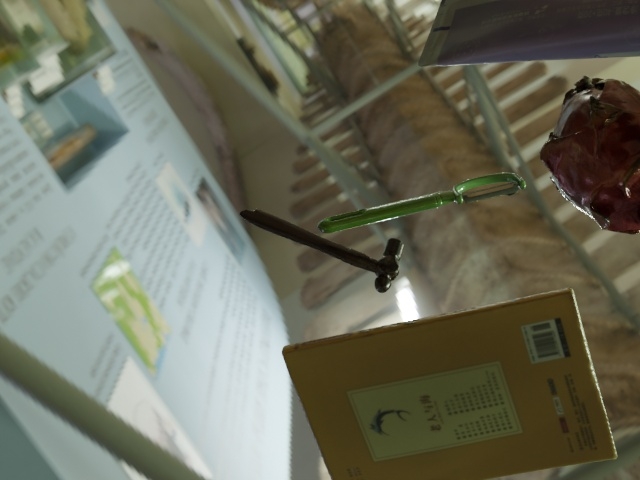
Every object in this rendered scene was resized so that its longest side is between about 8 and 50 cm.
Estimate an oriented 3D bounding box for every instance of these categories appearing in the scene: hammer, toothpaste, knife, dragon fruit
[{"bbox_3d":[0.000,0.000,1.188,0.021,0.178,0.065,101,12,-55],"label":"hammer"},{"bbox_3d":[0.298,-0.256,1.320,0.371,0.080,0.125,4,-123,27],"label":"toothpaste"},{"bbox_3d":[0.099,-0.041,1.146,0.212,0.015,0.054,-14,-156,-3],"label":"knife"},{"bbox_3d":[0.485,-0.136,1.838,0.250,0.315,0.250,-25,156,-12],"label":"dragon fruit"}]

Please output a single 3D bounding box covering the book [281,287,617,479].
[{"bbox_3d":[0.169,0.213,1.481,0.389,0.269,0.032,-12,-155,15],"label":"book"}]
